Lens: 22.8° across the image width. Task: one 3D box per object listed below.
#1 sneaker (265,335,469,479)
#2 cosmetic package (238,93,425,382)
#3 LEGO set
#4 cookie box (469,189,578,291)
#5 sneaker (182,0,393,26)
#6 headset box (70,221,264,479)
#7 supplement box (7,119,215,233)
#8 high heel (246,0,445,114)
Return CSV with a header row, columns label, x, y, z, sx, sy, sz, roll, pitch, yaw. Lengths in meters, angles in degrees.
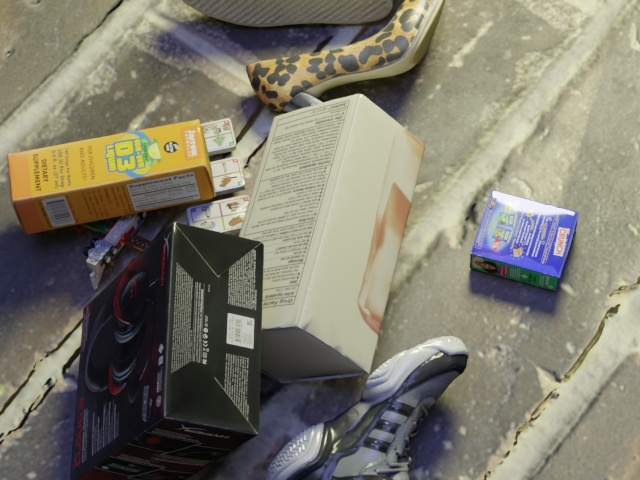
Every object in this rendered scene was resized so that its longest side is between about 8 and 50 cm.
label,x,y,z,sx,sy,sz,roll,pitch,yaw
sneaker,0.083,0.232,1.726,0.269,0.101,0.153,-37,67,-7
cosmetic package,0.000,0.000,1.797,0.153,0.129,0.296,-9,56,44
LEGO set,-0.211,-0.045,1.928,0.244,0.060,0.182,-13,51,-3
cookie box,0.239,0.000,1.857,0.107,0.040,0.091,16,66,12
sneaker,-0.048,-0.363,2.035,0.282,0.102,0.161,4,60,-6
headset box,-0.174,0.141,1.705,0.110,0.293,0.218,14,62,-25
supplement box,-0.246,-0.076,1.873,0.233,0.080,0.078,-10,57,-3
high heel,0.035,-0.258,1.960,0.186,0.093,0.261,28,83,11
